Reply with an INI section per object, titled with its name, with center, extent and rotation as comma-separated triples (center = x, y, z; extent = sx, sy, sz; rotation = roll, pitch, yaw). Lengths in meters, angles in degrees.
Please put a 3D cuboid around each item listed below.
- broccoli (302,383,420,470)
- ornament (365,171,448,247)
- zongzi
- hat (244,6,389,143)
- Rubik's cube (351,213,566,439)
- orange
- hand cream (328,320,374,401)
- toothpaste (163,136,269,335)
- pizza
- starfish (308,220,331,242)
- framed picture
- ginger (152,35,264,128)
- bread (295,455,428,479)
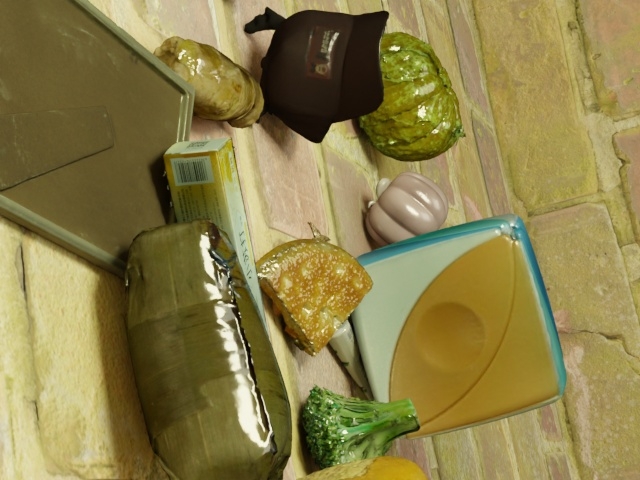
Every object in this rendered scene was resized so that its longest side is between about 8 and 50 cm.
[broccoli]
center = 0.076, 0.316, 1.904
extent = 0.219, 0.194, 0.194
rotation = 66, 22, -4
[ornament]
center = 0.174, -0.060, 2.450
extent = 0.177, 0.178, 0.177
rotation = 50, 32, -47
[zongzi]
center = -0.134, 0.166, 1.554
extent = 0.393, 0.174, 0.356
rotation = 55, 20, -74
[hat]
center = -0.030, -0.311, 2.033
extent = 0.209, 0.336, 0.238
rotation = 12, 77, -24
[Rubik's cube]
center = 0.260, 0.153, 2.211
extent = 0.351, 0.347, 0.352
rotation = -36, 110, -78
[orange]
center = 0.177, -0.313, 2.572
extent = 0.301, 0.223, 0.300
rotation = 59, 14, -26
[hand cream]
center = 0.060, 0.213, 2.147
extent = 0.080, 0.050, 0.234
rotation = -95, 162, -47
[toothpaste]
center = -0.143, 0.016, 1.633
extent = 0.071, 0.089, 0.312
rotation = -63, 146, -66
[pizza]
center = -0.017, 0.096, 1.962
extent = 0.292, 0.058, 0.197
rotation = 2, 87, -46
[starfish]
center = 0.000, 0.000, 2.188
extent = 0.092, 0.016, 0.086
rotation = 64, 21, -17
[framed picture]
center = -0.299, -0.143, 1.462
extent = 0.446, 0.028, 0.326
rotation = 38, 51, -56
[ginger]
center = -0.167, -0.238, 1.815
extent = 0.263, 0.116, 0.109
rotation = 20, 79, -70
[bread]
center = 0.013, 0.430, 1.604
extent = 0.375, 0.237, 0.165
rotation = -28, 104, -69
